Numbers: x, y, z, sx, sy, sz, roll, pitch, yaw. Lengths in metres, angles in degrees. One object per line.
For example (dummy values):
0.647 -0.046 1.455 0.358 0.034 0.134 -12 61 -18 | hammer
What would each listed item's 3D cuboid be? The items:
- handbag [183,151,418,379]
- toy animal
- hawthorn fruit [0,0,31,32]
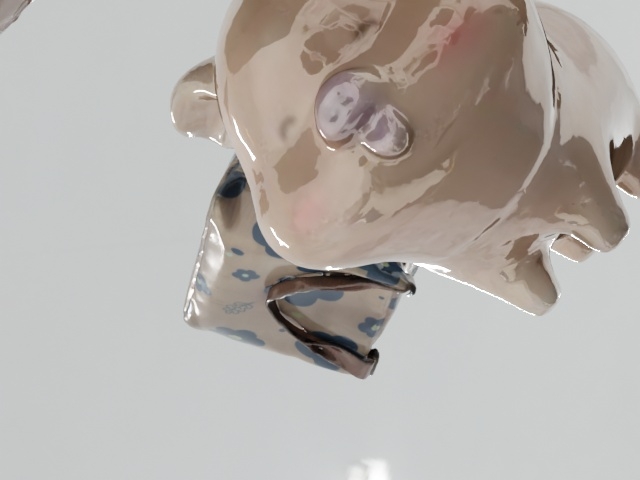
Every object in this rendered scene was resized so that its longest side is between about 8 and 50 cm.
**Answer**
0.000 0.000 1.340 0.190 0.193 0.251 -61 -4 -31 | handbag
0.076 -0.082 0.914 0.237 0.269 0.326 -52 -10 19 | toy animal
-0.139 -0.098 0.350 0.172 0.148 0.148 -15 -69 -12 | hawthorn fruit
